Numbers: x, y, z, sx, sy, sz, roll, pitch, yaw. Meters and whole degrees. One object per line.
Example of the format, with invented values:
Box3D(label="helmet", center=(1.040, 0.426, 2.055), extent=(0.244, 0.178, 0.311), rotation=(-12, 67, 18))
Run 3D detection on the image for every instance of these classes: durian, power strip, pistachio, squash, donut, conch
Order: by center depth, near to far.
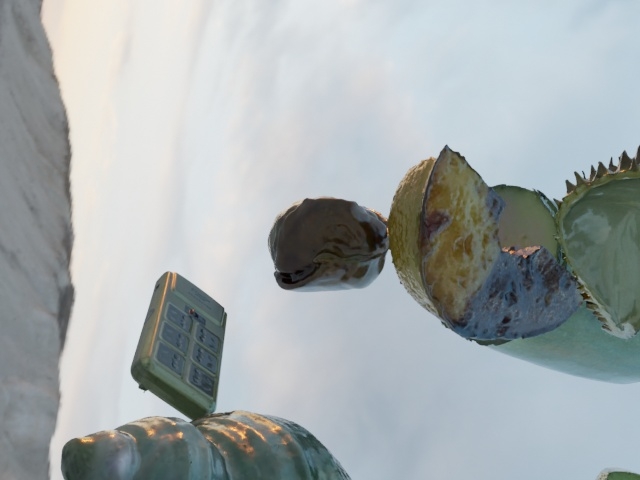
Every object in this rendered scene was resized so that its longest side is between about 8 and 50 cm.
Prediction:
Box3D(label="conch", center=(-0.067, 0.212, 0.450), extent=(0.220, 0.277, 0.195), rotation=(-7, -142, 33))
Box3D(label="durian", center=(0.283, -0.009, 0.592), extent=(0.139, 0.144, 0.252), rotation=(64, -25, 16))
Box3D(label="power strip", center=(-0.116, 0.082, 0.610), extent=(0.028, 0.076, 0.169), rotation=(-45, -159, 15))
Box3D(label="donut", center=(0.169, 0.036, 0.820), extent=(0.151, 0.295, 0.112), rotation=(-57, -153, -9))
Box3D(label="pistachio", center=(0.000, 0.000, 0.911), extent=(0.210, 0.165, 0.131), rotation=(6, -53, 54))
Box3D(label="squash", center=(0.393, 0.084, 1.158), extent=(0.263, 0.384, 0.263), rotation=(-28, -127, 45))

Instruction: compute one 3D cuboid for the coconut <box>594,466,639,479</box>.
Box3D(label="coconut", center=(0.330, 0.292, 0.775), extent=(0.082, 0.081, 0.083), rotation=(-39, -109, -4))
